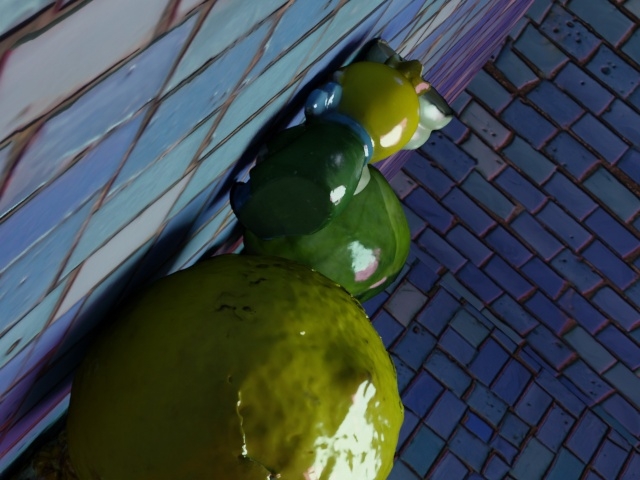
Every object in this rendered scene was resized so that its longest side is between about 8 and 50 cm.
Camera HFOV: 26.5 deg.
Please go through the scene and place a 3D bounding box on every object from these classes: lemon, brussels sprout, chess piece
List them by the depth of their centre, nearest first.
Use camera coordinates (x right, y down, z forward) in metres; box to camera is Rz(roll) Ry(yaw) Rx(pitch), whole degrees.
[{"bbox_3d":[-0.100,0.189,1.453,0.387,0.350,0.350,-16,-161,37],"label":"lemon"},{"bbox_3d":[0.032,-0.111,1.632,0.243,0.133,0.133,-45,178,14],"label":"chess piece"},{"bbox_3d":[0.000,0.000,1.846,0.219,0.210,0.271,-41,-173,-40],"label":"brussels sprout"}]

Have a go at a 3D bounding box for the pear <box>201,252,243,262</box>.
[{"bbox_3d":[-0.119,0.068,1.763,0.107,0.107,0.131,-49,-177,0],"label":"pear"}]

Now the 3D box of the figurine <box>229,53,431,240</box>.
[{"bbox_3d":[0.012,-0.106,1.483,0.185,0.127,0.234,-34,-156,50],"label":"figurine"}]

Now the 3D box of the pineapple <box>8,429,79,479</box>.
[{"bbox_3d":[-0.265,0.387,1.755,0.352,0.300,0.352,-41,168,-11],"label":"pineapple"}]
